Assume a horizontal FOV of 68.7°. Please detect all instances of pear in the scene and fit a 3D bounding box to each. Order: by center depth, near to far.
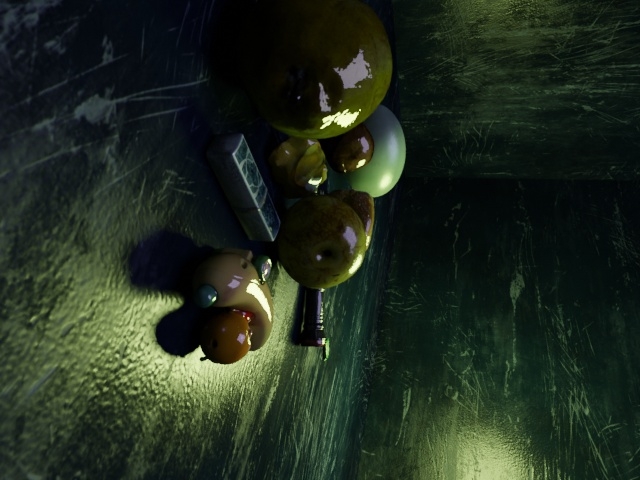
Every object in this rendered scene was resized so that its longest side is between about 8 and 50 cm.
[{"bbox_3d":[-0.016,-0.406,1.075,0.351,0.352,0.413,77,27,-44],"label":"pear"},{"bbox_3d":[0.000,0.000,1.352,0.283,0.284,0.283,3,90,-74],"label":"pear"}]

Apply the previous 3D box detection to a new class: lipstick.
[{"bbox_3d":[-0.169,-0.112,1.060,0.289,0.077,0.077,70,30,-49],"label":"lipstick"}]

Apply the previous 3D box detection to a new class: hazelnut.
[{"bbox_3d":[0.097,-0.357,1.756,0.208,0.208,0.208,3,90,-74],"label":"hazelnut"}]

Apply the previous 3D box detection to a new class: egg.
[{"bbox_3d":[0.215,-0.372,1.952,0.276,0.276,0.388,-49,138,-64],"label":"egg"}]

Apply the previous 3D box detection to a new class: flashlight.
[{"bbox_3d":[-0.025,0.249,1.618,0.093,0.093,0.231,38,51,-70],"label":"flashlight"}]

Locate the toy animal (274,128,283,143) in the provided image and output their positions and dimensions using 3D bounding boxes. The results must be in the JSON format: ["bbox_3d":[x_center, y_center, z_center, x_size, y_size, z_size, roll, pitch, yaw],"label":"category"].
[{"bbox_3d":[-0.084,-0.284,1.362,0.253,0.070,0.079,25,33,-60],"label":"toy animal"}]

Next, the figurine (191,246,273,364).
[{"bbox_3d":[-0.181,0.156,0.995,0.324,0.124,0.222,80,20,-48],"label":"figurine"}]

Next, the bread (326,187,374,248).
[{"bbox_3d":[0.100,-0.091,1.751,0.176,0.196,0.246,89,8,-66],"label":"bread"}]

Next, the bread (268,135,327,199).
[{"bbox_3d":[-0.052,-0.207,1.325,0.160,0.088,0.233,-49,149,-11],"label":"bread"}]

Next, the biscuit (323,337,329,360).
[{"bbox_3d":[0.023,0.445,1.919,0.046,0.016,0.089,-34,125,-68],"label":"biscuit"}]

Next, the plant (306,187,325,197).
[{"bbox_3d":[-0.012,-0.121,1.592,0.085,0.087,0.174,-129,-155,-59],"label":"plant"}]
